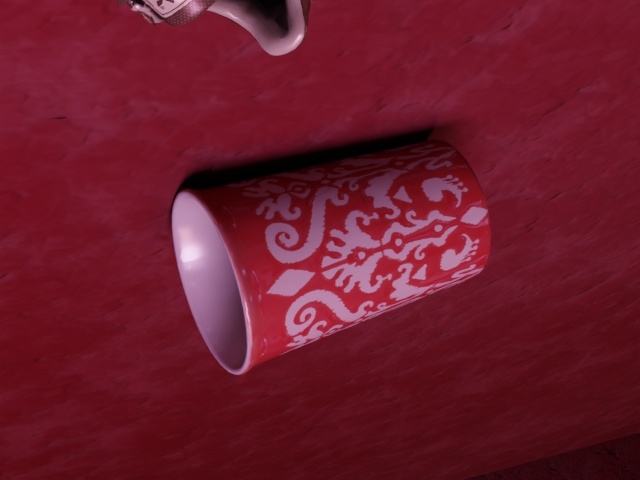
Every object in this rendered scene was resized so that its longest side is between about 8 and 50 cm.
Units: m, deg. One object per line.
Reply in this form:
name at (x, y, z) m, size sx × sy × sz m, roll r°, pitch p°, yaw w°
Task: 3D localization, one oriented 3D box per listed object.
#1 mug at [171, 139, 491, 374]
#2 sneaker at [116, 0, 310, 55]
mug at (0.001, -0.007, 0.850) m, size 0.169 × 0.150 × 0.113 m, roll -17°, pitch 126°, yaw -21°
sneaker at (-0.060, -0.114, 0.472) m, size 0.066 × 0.071 × 0.188 m, roll -30°, pitch 160°, yaw 30°
